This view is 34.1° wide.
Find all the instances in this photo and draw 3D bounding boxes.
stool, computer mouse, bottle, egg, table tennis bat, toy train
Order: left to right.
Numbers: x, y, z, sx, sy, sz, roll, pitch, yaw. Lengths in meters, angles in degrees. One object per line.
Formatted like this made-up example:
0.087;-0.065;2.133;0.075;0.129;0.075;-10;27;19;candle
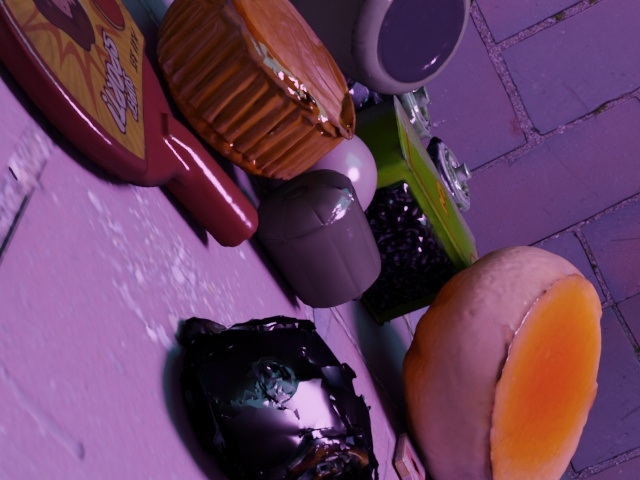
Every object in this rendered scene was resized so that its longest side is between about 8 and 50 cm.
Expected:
-0.137;-0.104;0.673;0.310;0.038;0.200;51;18;-38;table tennis bat
-0.010;0.108;0.668;0.146;0.077;0.241;70;12;18;computer mouse
0.000;0.000;0.914;0.096;0.096;0.110;-97;162;-60;stool
0.002;-0.302;1.195;0.347;0.168;0.168;38;-8;39;bottle
0.002;-0.060;1.006;0.103;0.103;0.135;63;-15;-6;egg
0.085;-0.054;1.253;0.307;0.173;0.249;55;20;-39;toy train

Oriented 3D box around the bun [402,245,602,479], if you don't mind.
0.189;0.145;1.167;0.164;0.299;0.299;17;-22;36;bun

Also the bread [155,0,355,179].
-0.060;-0.141;0.893;0.199;0.104;0.199;45;19;-21;bread

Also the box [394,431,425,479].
0.089;0.224;1.034;0.046;0.012;0.083;64;11;-4;box
